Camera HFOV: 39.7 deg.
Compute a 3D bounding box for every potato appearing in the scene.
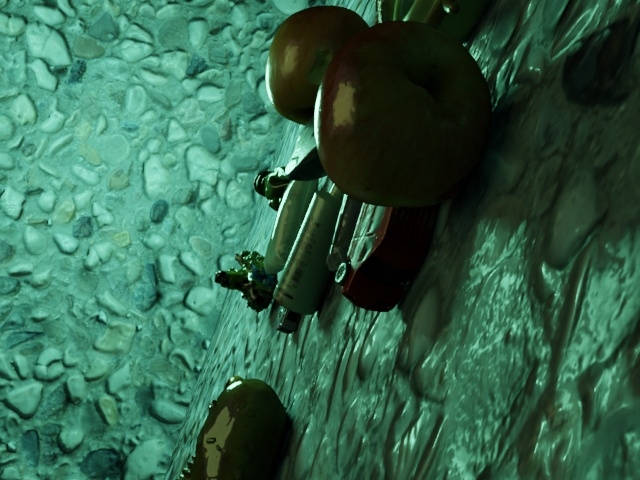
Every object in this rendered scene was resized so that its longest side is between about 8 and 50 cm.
[{"bbox_3d":[-0.146,0.369,1.494,0.192,0.141,0.296,123,161,-65],"label":"potato"}]

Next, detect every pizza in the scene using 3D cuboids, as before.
[{"bbox_3d":[0.140,-0.378,1.580,0.204,0.080,0.188,-90,-1,-56],"label":"pizza"}]

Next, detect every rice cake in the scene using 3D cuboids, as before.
[{"bbox_3d":[0.062,-0.069,1.463,0.055,0.049,0.270,73,-148,-67],"label":"rice cake"}]

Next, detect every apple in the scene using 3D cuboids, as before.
[{"bbox_3d":[0.003,-0.370,1.911,0.242,0.242,0.241,144,141,-74],"label":"apple"},{"bbox_3d":[0.090,-0.133,0.985,0.164,0.209,0.210,124,163,-58],"label":"apple"}]

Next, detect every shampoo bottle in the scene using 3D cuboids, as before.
[{"bbox_3d":[0.000,0.000,1.570,0.085,0.085,0.263,-103,35,-73],"label":"shampoo bottle"}]

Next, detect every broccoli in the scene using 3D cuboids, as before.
[{"bbox_3d":[-0.179,0.099,2.185,0.154,0.160,0.167,-20,68,56],"label":"broccoli"}]

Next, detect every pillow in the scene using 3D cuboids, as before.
[{"bbox_3d":[-0.069,-0.045,2.076,0.144,0.078,0.254,141,146,-73],"label":"pillow"}]

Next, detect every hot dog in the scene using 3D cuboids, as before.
[{"bbox_3d":[-0.198,0.362,2.078,0.140,0.060,0.090,112,169,-60],"label":"hot dog"}]

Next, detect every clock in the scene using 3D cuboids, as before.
[{"bbox_3d":[0.182,-0.373,1.240,0.235,0.096,0.308,124,163,-52],"label":"clock"}]

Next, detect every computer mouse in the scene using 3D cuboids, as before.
[{"bbox_3d":[0.048,-0.217,1.759,0.379,0.090,0.167,-34,31,55],"label":"computer mouse"}]

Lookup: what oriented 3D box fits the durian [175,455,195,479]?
[{"bbox_3d":[-0.229,0.505,1.746,0.183,0.137,0.250,110,-178,-68],"label":"durian"}]

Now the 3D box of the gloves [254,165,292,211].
[{"bbox_3d":[-0.102,-0.135,2.366,0.268,0.107,0.135,-139,47,-68],"label":"gloves"}]

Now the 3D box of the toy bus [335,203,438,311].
[{"bbox_3d":[0.090,-0.009,1.091,0.089,0.081,0.195,-17,53,67],"label":"toy bus"}]

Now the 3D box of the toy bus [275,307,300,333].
[{"bbox_3d":[-0.051,0.121,1.770,0.052,0.037,0.131,153,137,-70],"label":"toy bus"}]
